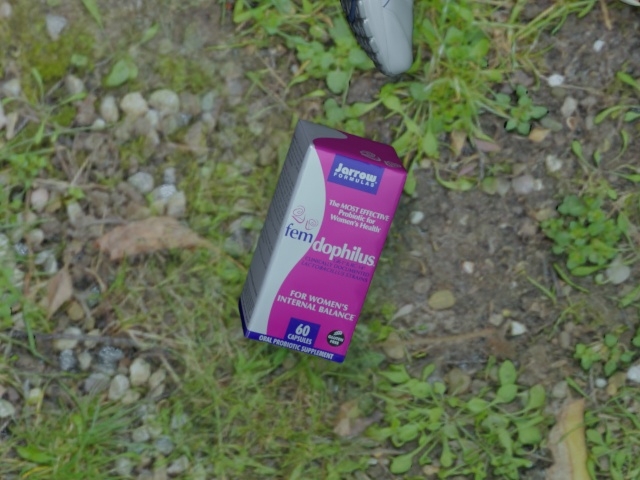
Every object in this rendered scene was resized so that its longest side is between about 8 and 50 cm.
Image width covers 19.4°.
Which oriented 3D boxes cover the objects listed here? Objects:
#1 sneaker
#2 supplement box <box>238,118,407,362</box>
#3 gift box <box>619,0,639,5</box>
[{"bbox_3d":[0.076,-0.310,1.877,0.129,0.111,0.297,-9,110,-10],"label":"sneaker"},{"bbox_3d":[0.000,0.000,1.966,0.111,0.114,0.220,15,104,-11],"label":"supplement box"},{"bbox_3d":[0.388,-0.322,1.826,0.255,0.276,0.258,33,103,-11],"label":"gift box"}]
